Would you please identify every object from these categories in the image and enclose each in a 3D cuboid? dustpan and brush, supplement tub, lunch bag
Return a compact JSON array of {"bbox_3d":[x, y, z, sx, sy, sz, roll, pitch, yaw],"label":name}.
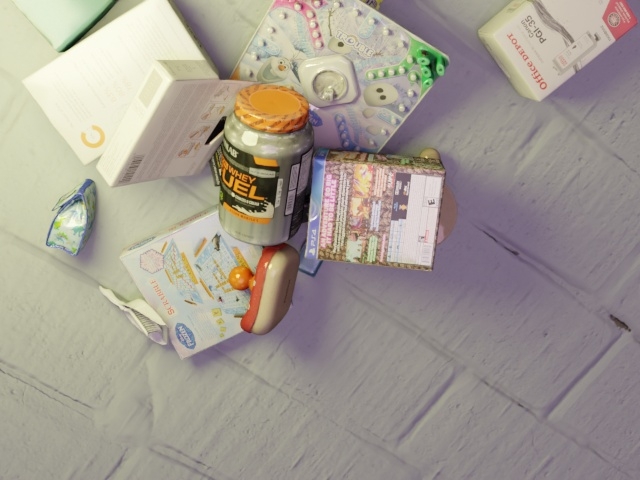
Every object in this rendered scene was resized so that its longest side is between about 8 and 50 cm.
[{"bbox_3d":[-0.462,0.176,1.804,0.060,0.147,0.211,-37,75,-25],"label":"dustpan and brush"},{"bbox_3d":[-0.118,-0.161,1.580,0.193,0.193,0.316,3,128,-8],"label":"supplement tub"},{"bbox_3d":[-0.566,-0.061,1.689,0.096,0.129,0.151,22,106,-15],"label":"lunch bag"}]

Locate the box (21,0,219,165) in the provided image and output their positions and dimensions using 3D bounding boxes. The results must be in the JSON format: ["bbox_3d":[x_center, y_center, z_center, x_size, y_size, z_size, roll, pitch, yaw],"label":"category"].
[{"bbox_3d":[-0.420,-0.354,1.582,0.345,0.168,0.215,-31,111,4],"label":"box"}]

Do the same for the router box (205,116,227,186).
[{"bbox_3d":[-0.195,-0.212,1.689,0.133,0.046,0.179,-5,130,1],"label":"router box"}]

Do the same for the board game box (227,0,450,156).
[{"bbox_3d":[0.018,-0.343,1.617,0.390,0.050,0.390,28,130,-15],"label":"board game box"}]

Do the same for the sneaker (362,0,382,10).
[{"bbox_3d":[0.110,-0.566,1.588,0.147,0.145,0.385,11,112,-16],"label":"sneaker"}]

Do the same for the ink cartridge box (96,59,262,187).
[{"bbox_3d":[-0.296,-0.245,1.530,0.066,0.261,0.296,51,124,16],"label":"ink cartridge box"}]

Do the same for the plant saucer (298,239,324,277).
[{"bbox_3d":[0.000,0.000,1.841,0.067,0.018,0.192,25,104,-15],"label":"plant saucer"}]

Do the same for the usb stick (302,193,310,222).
[{"bbox_3d":[-0.001,-0.085,1.773,0.278,0.045,0.077,-14,135,6],"label":"usb stick"}]

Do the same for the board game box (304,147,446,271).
[{"bbox_3d":[0.121,-0.074,1.657,0.291,0.141,0.232,6,106,3],"label":"board game box"}]

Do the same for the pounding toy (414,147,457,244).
[{"bbox_3d":[0.230,-0.096,1.801,0.183,0.110,0.237,-13,92,-1],"label":"pounding toy"}]

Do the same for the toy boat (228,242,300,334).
[{"bbox_3d":[-0.150,0.107,1.743,0.151,0.151,0.231,18,107,16],"label":"toy boat"}]

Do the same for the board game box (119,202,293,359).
[{"bbox_3d":[-0.276,0.095,1.814,0.318,0.066,0.319,-25,111,2],"label":"board game box"}]

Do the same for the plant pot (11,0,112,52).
[{"bbox_3d":[-0.505,-0.530,1.515,0.234,0.166,0.165,-39,110,1],"label":"plant pot"}]

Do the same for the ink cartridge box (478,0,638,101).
[{"bbox_3d":[0.541,-0.488,1.681,0.283,0.117,0.207,-40,110,7],"label":"ink cartridge box"}]
